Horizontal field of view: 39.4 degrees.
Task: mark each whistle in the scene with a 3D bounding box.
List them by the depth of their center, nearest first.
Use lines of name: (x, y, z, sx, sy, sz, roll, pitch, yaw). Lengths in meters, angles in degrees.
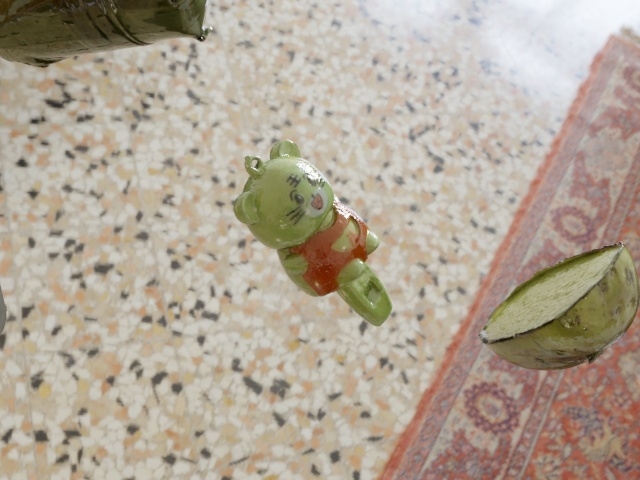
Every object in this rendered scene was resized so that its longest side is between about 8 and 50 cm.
whistle: (0.000, 0.000, 1.105, 0.288, 0.106, 0.131, 48, 52, -23)

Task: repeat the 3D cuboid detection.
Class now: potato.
potato: (0.317, 0.108, 1.152, 0.111, 0.271, 0.160, 45, 66, -4)

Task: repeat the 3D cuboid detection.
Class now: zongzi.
zongzi: (-0.118, -0.147, 0.426, 0.154, 0.062, 0.130, -5, 69, 19)

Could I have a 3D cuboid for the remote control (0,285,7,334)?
remote control: (-0.441, 0.042, 1.120, 0.022, 0.245, 0.077, 24, 42, 24)
